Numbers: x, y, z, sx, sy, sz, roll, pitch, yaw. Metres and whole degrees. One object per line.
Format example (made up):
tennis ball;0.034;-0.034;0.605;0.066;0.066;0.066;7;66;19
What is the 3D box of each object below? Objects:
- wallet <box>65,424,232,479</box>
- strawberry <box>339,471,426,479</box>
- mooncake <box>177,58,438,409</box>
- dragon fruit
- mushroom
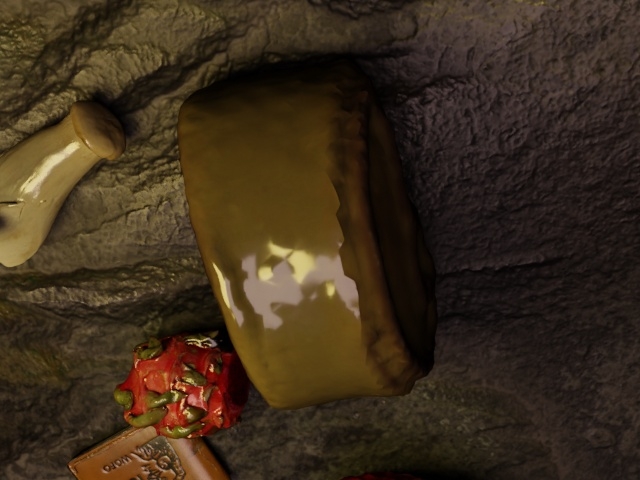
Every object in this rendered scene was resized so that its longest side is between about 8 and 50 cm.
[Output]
wallet;-0.243;0.332;1.700;0.195;0.042;0.161;-28;111;17
strawberry;0.120;0.459;1.630;0.310;0.292;0.292;14;123;-44
mooncake;0.000;0.000;1.421;0.246;0.393;0.394;-13;155;11
dragon fruit;-0.182;0.184;1.568;0.172;0.166;0.160;-3;123;19
mushroom;-0.349;-0.074;1.482;0.247;0.096;0.108;-44;76;18
